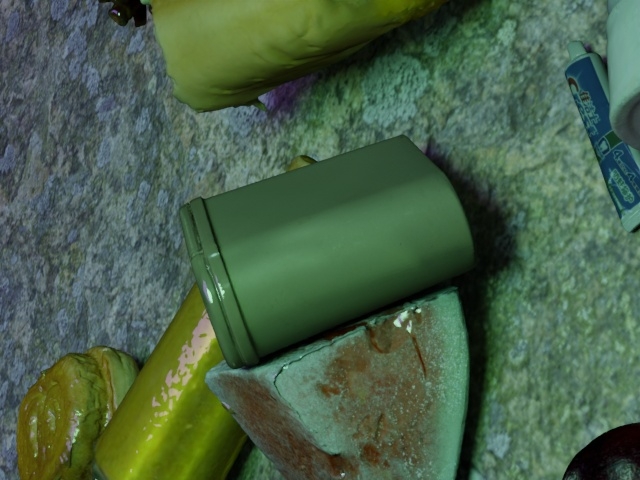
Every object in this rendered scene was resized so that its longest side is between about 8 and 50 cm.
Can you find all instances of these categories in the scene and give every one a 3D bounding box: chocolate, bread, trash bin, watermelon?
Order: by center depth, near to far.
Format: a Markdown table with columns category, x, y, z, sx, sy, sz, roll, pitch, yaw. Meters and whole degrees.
| category | x | y | z | sx | sy | sz | roll | pitch | yaw |
| --- | --- | --- | --- | --- | --- | --- | --- | --- | --- |
| watermelon | 0.014 | 0.169 | 1.055 | 0.213 | 0.201 | 0.261 | -6 | 79 | 58 |
| trash bin | 0.000 | 0.000 | 1.062 | 0.243 | 0.247 | 0.121 | -117 | 7 | -67 |
| bread | 0.009 | -0.336 | 1.208 | 0.394 | 0.250 | 0.361 | -10 | 72 | 45 |
| chocolate | -0.090 | 0.113 | 1.259 | 0.445 | 0.162 | 0.162 | -58 | 40 | 13 |
| bread | -0.326 | 0.254 | 1.510 | 0.236 | 0.120 | 0.198 | -43 | 45 | 33 |

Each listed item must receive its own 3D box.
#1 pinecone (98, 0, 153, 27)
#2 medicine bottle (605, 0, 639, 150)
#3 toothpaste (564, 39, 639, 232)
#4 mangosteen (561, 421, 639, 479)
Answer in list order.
| category | x | y | z | sx | sy | sz | roll | pitch | yaw |
| --- | --- | --- | --- | --- | --- | --- | --- | --- | --- |
| pinecone | -0.204 | -0.428 | 1.508 | 0.244 | 0.244 | 0.309 | 49 | 124 | 47 |
| medicine bottle | 0.313 | -0.240 | 0.815 | 0.212 | 0.212 | 0.325 | -18 | 64 | 47 |
| toothpaste | 0.256 | -0.102 | 0.983 | 0.057 | 0.035 | 0.197 | -54 | 41 | 48 |
| mangosteen | 0.252 | 0.207 | 0.808 | 0.152 | 0.152 | 0.152 | -21 | 62 | 46 |
